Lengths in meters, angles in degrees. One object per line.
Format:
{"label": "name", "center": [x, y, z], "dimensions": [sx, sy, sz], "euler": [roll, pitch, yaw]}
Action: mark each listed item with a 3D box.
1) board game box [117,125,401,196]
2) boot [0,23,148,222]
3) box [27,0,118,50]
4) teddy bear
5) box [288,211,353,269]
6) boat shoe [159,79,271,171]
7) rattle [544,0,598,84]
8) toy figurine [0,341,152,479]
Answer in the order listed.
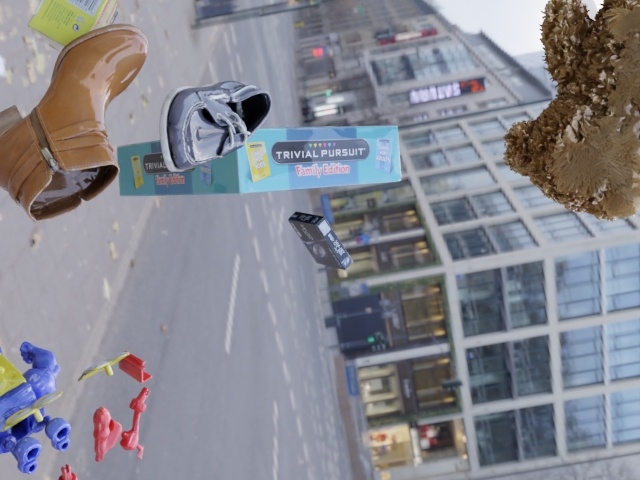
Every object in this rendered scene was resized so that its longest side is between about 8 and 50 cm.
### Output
{"label": "board game box", "center": [-0.095, -0.109, 1.133], "dimensions": [0.336, 0.254, 0.079], "euler": [3, -82, 52]}
{"label": "boot", "center": [-0.217, -0.108, 0.759], "dimensions": [0.152, 0.197, 0.073], "euler": [45, -4, 43]}
{"label": "box", "center": [-0.268, -0.248, 0.903], "dimensions": [0.087, 0.058, 0.232], "euler": [-61, -165, 0]}
{"label": "teddy bear", "center": [0.334, -0.179, 0.848], "dimensions": [0.113, 0.245, 0.338], "euler": [25, 78, -83]}
{"label": "box", "center": [0.000, 0.000, 1.098], "dimensions": [0.067, 0.018, 0.083], "euler": [13, -37, 52]}
{"label": "boat shoe", "center": [-0.100, -0.120, 0.805], "dimensions": [0.206, 0.065, 0.075], "euler": [-61, 147, -66]}
{"label": "rattle", "center": [0.335, -0.271, 0.966], "dimensions": [0.143, 0.130, 0.200], "euler": [152, -64, -66]}
{"label": "toy figurine", "center": [-0.395, 0.220, 0.915], "dimensions": [0.362, 0.217, 0.191], "euler": [-34, 139, -43]}
